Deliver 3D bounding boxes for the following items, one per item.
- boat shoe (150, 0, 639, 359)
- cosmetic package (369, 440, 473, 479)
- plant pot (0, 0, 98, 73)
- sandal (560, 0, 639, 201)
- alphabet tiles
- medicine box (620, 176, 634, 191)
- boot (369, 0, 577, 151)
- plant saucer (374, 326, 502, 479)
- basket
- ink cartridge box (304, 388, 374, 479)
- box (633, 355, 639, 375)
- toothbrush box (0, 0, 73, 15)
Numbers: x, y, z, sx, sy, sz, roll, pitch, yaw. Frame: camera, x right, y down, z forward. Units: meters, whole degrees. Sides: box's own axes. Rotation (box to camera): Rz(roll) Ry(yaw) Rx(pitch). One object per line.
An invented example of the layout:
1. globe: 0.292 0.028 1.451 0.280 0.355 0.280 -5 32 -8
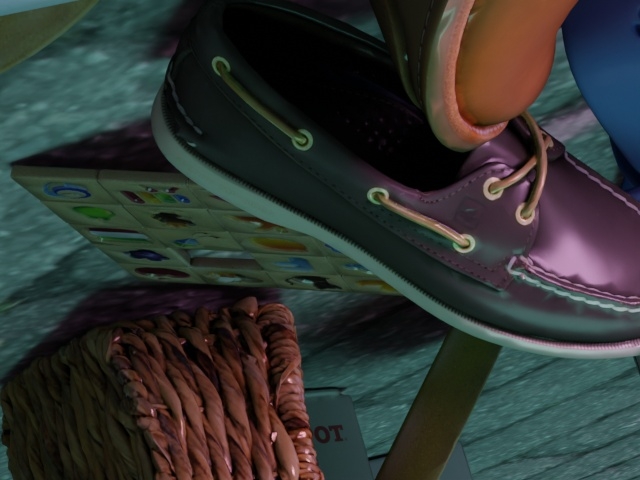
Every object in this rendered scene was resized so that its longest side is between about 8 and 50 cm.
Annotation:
1. boat shoe: 0.047 -0.024 0.687 0.228 0.081 0.069 23 144 -5
2. cosmetic package: 0.022 0.309 1.764 0.224 0.138 0.225 -11 161 -20
3. plant pot: -0.169 -0.086 0.513 0.236 0.032 0.236 -15 164 -4
4. sandal: 0.156 -0.078 0.692 0.138 0.126 0.317 -7 162 -14
5. alphabet tiles: 0.000 0.000 0.836 0.237 0.009 0.198 3 166 11
6. medicine box: 0.282 0.074 1.000 0.149 0.289 0.263 -18 163 -2
7. boot: 0.106 -0.135 0.535 0.220 0.109 0.283 -23 155 7
8. plant saucer: 0.072 0.129 1.192 0.037 0.241 0.241 26 162 5
9. basket: -0.031 0.187 1.038 0.223 0.299 0.213 -4 164 -33
10. ink cartridge box: -0.053 0.277 1.299 0.223 0.307 0.129 1 158 -45
11. box: 0.376 0.115 1.280 0.262 0.231 0.127 -24 127 11
12. toothbrush box: -0.041 -0.143 0.258 0.295 0.126 0.216 -14 155 -13
